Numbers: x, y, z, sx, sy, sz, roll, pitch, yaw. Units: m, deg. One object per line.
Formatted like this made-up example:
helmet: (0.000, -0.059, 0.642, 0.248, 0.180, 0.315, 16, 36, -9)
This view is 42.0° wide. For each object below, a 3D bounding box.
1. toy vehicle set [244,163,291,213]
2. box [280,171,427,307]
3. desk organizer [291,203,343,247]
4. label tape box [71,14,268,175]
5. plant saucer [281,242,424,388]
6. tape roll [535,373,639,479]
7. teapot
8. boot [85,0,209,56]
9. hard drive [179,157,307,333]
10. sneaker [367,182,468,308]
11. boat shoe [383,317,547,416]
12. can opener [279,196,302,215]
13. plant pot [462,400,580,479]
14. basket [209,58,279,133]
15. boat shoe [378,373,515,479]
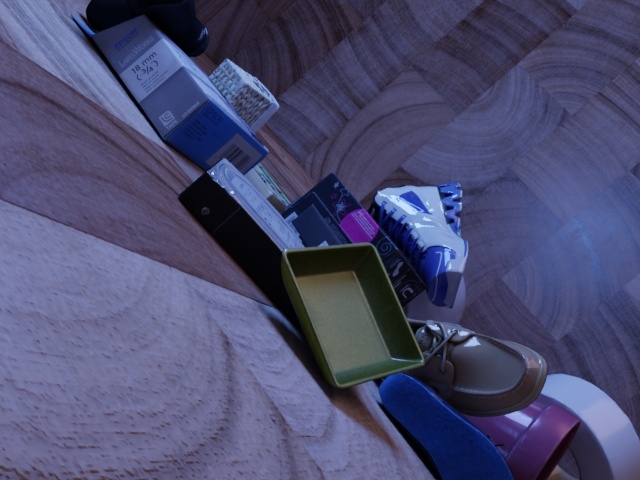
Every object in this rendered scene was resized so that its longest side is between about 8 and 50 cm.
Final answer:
toy vehicle set: (-0.150, -0.149, 1.828, 0.267, 0.035, 0.166, 52, 6, 28)
box: (0.046, 0.029, 1.490, 0.142, 0.163, 0.247, 47, 5, -46)
desk organizer: (0.007, 0.004, 1.312, 0.050, 0.047, 0.130, 47, 6, -42)
label tape box: (-0.260, -0.275, 1.469, 0.333, 0.106, 0.240, 52, 6, 24)
plant saucer: (0.034, 0.099, 1.093, 0.188, 0.045, 0.188, -4, 66, -48)
tape roll: (0.438, 0.393, 1.518, 0.100, 0.286, 0.286, -17, 56, -37)
teapot: (0.158, 0.116, 1.691, 0.187, 0.252, 0.256, -12, 30, -42)
boot: (-0.320, -0.422, 1.456, 0.246, 0.094, 0.207, 20, -14, 9)
hard drive: (-0.058, 0.027, 1.225, 0.339, 0.064, 0.237, 49, 6, -8)
sneaker: (0.175, -0.005, 1.585, 0.315, 0.182, 0.127, -84, -178, -52)
boat shoe: (0.180, 0.183, 1.271, 0.341, 0.121, 0.110, 0, -31, 48)
can opener: (-0.021, -0.035, 1.732, 0.076, 0.095, 0.283, 53, 14, 12)
plant pot: (0.302, 0.331, 1.395, 0.180, 0.201, 0.201, 34, -1, 24)
basket: (-0.186, -0.256, 1.642, 0.103, 0.167, 0.113, 33, 15, -48)
boat shoe: (0.196, 0.289, 1.208, 0.258, 0.109, 0.089, 53, 3, 20)
